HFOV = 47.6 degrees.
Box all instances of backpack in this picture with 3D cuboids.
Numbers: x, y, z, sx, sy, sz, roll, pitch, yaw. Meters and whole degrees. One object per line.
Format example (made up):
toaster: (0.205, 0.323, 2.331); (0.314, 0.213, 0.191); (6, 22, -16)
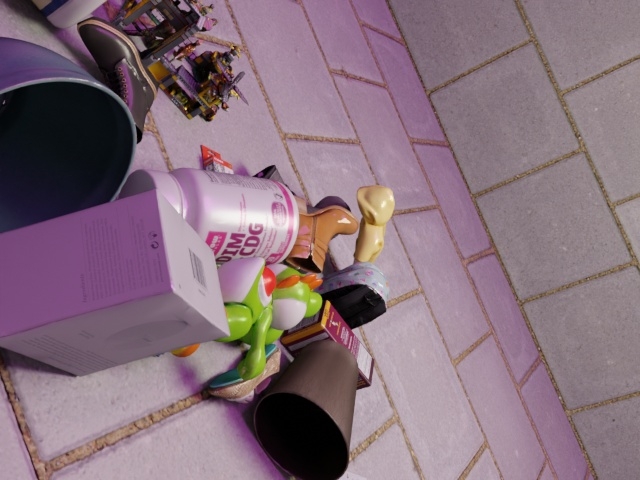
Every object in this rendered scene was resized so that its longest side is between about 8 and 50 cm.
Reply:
backpack: (0.060, 0.126, 1.579); (0.152, 0.182, 0.115); (49, 30, -28)

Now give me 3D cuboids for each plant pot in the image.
plant pot: (-0.404, -0.129, 0.881); (0.196, 0.293, 0.293); (45, 20, 21)

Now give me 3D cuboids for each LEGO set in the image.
LEGO set: (-0.252, -0.417, 1.458); (0.331, 0.192, 0.255); (53, 29, -24)

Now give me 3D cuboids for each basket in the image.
basket: (-0.009, 0.298, 1.349); (0.204, 0.154, 0.227); (58, 24, -13)

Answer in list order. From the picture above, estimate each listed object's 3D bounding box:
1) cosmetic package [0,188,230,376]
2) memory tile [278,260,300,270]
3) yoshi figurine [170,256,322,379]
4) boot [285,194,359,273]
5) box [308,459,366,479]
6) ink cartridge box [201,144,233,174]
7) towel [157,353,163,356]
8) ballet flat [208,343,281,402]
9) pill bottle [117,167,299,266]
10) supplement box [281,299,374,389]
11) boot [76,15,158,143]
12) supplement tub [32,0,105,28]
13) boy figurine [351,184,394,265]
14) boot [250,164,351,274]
cosmetic package: (-0.262, 0.063, 0.919); (0.224, 0.225, 0.138); (66, 8, -67)
memory tile: (-0.101, 0.057, 1.454); (0.113, 0.012, 0.148); (45, 59, -19)
yoshi figurine: (-0.146, 0.124, 1.235); (0.362, 0.203, 0.203); (6, 89, -55)
boot: (0.000, 0.000, 1.500); (0.197, 0.073, 0.152); (14, 52, -27)
box: (0.033, 0.505, 1.365); (0.186, 0.038, 0.145); (34, 40, -45)
ink cartridge box: (-0.208, -0.144, 1.489); (0.063, 0.029, 0.115); (24, 48, -53)
towel: (-0.280, 0.131, 1.121); (0.119, 0.029, 0.067); (36, 38, -43)
ballet flat: (-0.124, 0.245, 1.273); (0.206, 0.073, 0.067); (-26, 111, -60)
pill bottle: (-0.189, -0.038, 1.240); (0.283, 0.160, 0.160); (4, 63, -43)
supplement box: (0.019, 0.228, 1.502); (0.188, 0.104, 0.081); (53, 28, -24)
boot: (-0.355, -0.277, 1.266); (0.198, 0.077, 0.137); (48, 35, -46)
supplement tub: (-0.442, -0.536, 1.163); (0.325, 0.235, 0.235); (51, 29, -26)
boy figurine: (0.102, 0.006, 1.677); (0.177, 0.092, 0.285); (-64, 167, -55)
boot: (-0.056, -0.080, 1.615); (0.222, 0.118, 0.338); (56, 29, -14)
